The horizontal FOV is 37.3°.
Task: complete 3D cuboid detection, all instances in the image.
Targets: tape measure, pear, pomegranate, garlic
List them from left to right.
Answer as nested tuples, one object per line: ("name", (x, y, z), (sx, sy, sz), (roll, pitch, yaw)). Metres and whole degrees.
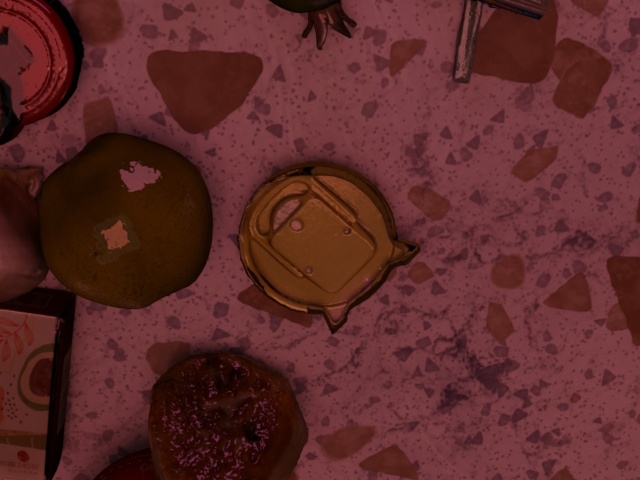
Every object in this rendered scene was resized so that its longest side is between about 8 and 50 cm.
("garlic", (-0.579, 0.004, 1.535), (0.286, 0.313, 0.249), (8, 120, -2))
("tape measure", (-0.518, -0.301, 1.529), (0.260, 0.114, 0.253), (-36, 107, 10))
("pear", (-0.314, -0.026, 1.553), (0.294, 0.294, 0.294), (-1, 109, -2))
("pomegranate", (-0.013, -0.415, 1.487), (0.181, 0.181, 0.224), (-15, 131, 3))

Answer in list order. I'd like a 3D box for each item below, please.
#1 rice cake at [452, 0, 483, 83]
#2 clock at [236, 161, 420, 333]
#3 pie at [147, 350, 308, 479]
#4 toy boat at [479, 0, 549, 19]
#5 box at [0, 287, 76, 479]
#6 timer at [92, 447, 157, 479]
("rice cake", (0.247, -0.348, 1.584), (0.033, 0.029, 0.171), (6, 110, -3))
("clock", (-0.001, -0.003, 1.674), (0.277, 0.071, 0.293), (-39, 106, 16))
("pie", (-0.169, 0.328, 1.683), (0.315, 0.315, 0.092), (17, 140, -8))
("toy boat", (0.237, -0.452, 1.501), (0.295, 0.088, 0.129), (17, 80, -9))
("box", (-0.656, 0.244, 1.713), (0.385, 0.122, 0.344), (9, 109, -5))
("timer", (-0.282, 0.566, 1.759), (0.378, 0.279, 0.378), (0, 110, 0))
